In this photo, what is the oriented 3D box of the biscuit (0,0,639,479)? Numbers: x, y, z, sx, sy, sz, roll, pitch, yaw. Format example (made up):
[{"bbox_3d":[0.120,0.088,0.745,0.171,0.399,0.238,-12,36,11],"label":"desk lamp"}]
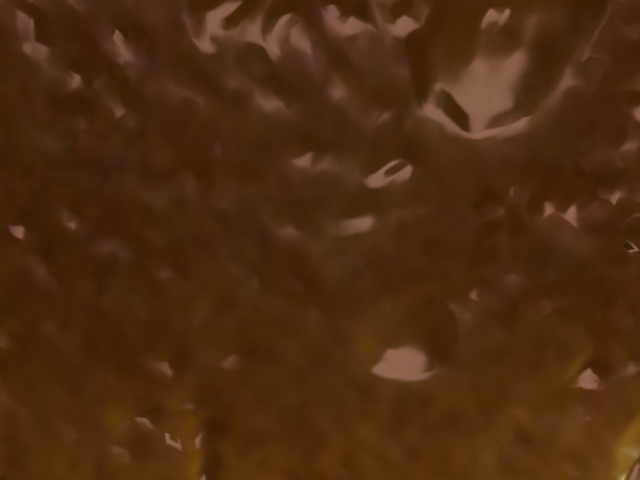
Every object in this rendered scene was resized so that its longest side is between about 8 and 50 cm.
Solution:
[{"bbox_3d":[0.000,0.000,0.557,0.351,0.057,0.312,-30,104,11],"label":"biscuit"}]
